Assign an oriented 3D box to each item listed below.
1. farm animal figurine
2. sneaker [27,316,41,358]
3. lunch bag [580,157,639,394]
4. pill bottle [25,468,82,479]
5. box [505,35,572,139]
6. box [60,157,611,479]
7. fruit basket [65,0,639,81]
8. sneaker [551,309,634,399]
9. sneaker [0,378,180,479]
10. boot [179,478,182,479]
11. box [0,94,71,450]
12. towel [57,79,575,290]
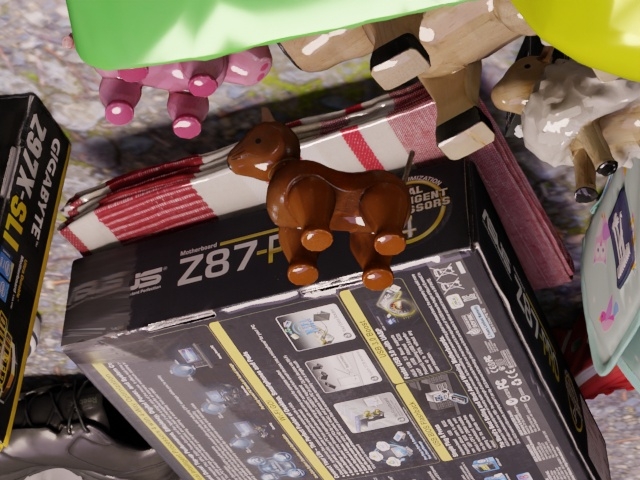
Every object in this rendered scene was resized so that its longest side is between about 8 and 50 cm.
[{"bbox_3d":[0.035,-0.145,0.834,0.326,0.172,0.330,-14,137,10],"label":"farm animal figurine"},{"bbox_3d":[-0.411,0.082,1.316,0.321,0.128,0.126,19,145,-23],"label":"sneaker"},{"bbox_3d":[0.284,0.031,1.007,0.160,0.262,0.223,-31,155,-21],"label":"lunch bag"},{"bbox_3d":[-0.335,0.305,1.671,0.117,0.117,0.215,30,142,-33],"label":"pill bottle"},{"bbox_3d":[0.169,-0.097,0.975,0.083,0.052,0.062,9,150,-5],"label":"box"},{"bbox_3d":[0.031,0.126,1.170,0.318,0.097,0.395,-16,137,17],"label":"box"},{"bbox_3d":[0.084,-0.179,0.555,0.282,0.392,0.392,-8,146,23],"label":"fruit basket"},{"bbox_3d":[0.257,0.119,1.282,0.128,0.087,0.221,20,148,-18],"label":"sneaker"},{"bbox_3d":[-0.268,0.184,1.494,0.286,0.109,0.130,6,144,-17],"label":"sneaker"},{"bbox_3d":[-0.078,0.293,1.661,0.208,0.076,0.190,-5,150,6],"label":"boot"},{"bbox_3d":[-0.362,0.029,1.091,0.321,0.257,0.079,-4,147,16],"label":"box"},{"bbox_3d":[0.000,0.000,1.120,0.329,0.037,0.237,-17,137,20],"label":"towel"}]
